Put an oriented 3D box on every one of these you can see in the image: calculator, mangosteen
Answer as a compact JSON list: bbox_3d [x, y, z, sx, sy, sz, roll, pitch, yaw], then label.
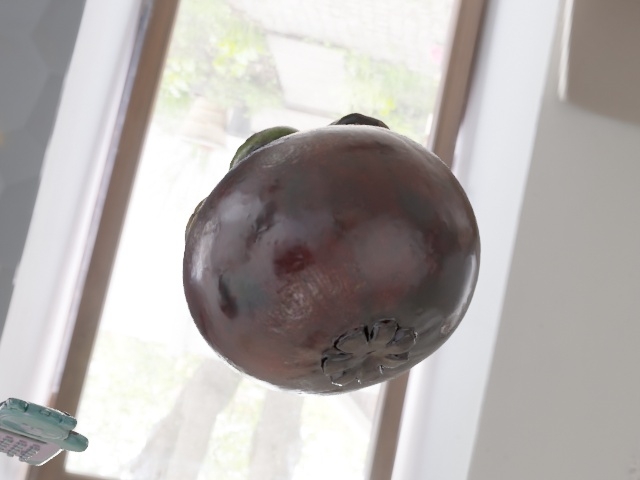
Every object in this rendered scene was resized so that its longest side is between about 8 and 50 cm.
[{"bbox_3d":[-0.221,0.142,0.665,0.094,0.019,0.141,24,147,-21],"label":"calculator"},{"bbox_3d":[0.000,0.000,0.559,0.200,0.199,0.200,12,174,1],"label":"mangosteen"}]
